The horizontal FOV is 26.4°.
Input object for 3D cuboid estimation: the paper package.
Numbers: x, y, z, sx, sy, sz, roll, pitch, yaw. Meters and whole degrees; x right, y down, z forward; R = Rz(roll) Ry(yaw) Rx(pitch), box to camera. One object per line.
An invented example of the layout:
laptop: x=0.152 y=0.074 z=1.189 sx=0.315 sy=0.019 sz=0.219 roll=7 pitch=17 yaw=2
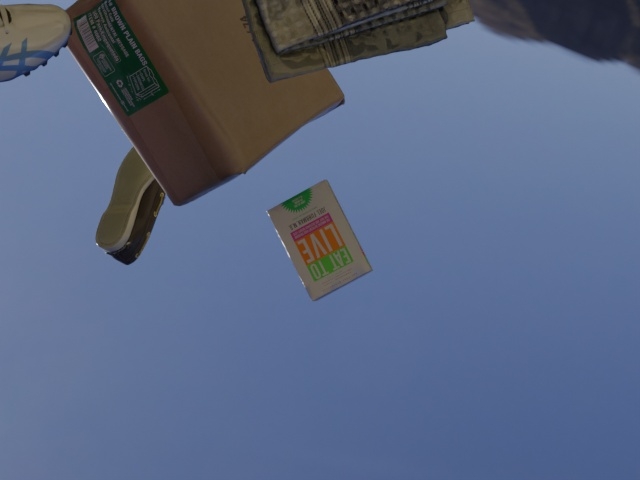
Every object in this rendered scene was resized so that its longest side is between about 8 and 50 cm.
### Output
paper package: x=-0.165 y=-0.256 z=1.946 sx=0.325 sy=0.168 sz=0.309 roll=58 pitch=-141 yaw=-8

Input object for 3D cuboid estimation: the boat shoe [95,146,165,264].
boat shoe: x=-0.289 y=-0.070 z=2.187 sx=0.081 sy=0.227 sz=0.068 roll=5 pitch=152 yaw=34

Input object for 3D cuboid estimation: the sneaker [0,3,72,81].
sneaker: x=-0.370 y=-0.209 z=1.383 sx=0.237 sy=0.086 sz=0.085 roll=-11 pitch=-121 yaw=-16

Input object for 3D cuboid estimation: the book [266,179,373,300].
book: x=0.000 y=0.000 z=1.916 sx=0.144 sy=0.096 sz=0.035 roll=62 pitch=-170 yaw=7

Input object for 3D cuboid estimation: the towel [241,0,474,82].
towel: x=0.033 y=-0.371 z=1.609 sx=0.312 sy=0.324 sz=0.056 roll=-21 pitch=-170 yaw=-27
